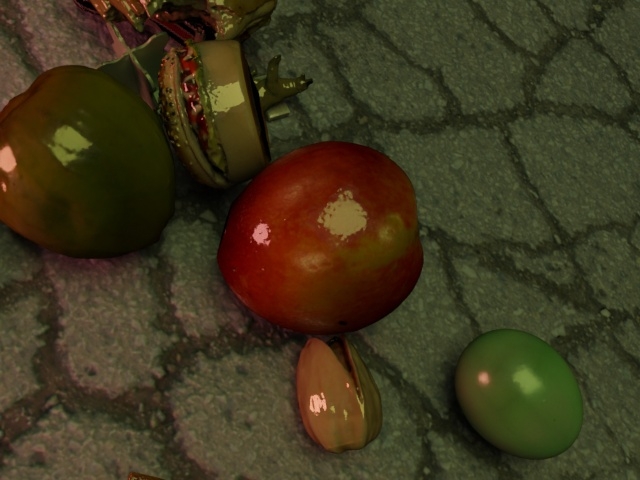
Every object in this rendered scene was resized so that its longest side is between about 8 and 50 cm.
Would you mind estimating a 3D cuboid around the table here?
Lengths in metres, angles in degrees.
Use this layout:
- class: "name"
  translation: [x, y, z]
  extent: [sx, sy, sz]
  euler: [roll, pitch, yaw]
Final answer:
- class: "table"
  translation: [-0.364, -0.325, 1.412]
  extent: [0.167, 0.198, 0.166]
  euler: [2, 74, -7]

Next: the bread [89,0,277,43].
- class: "bread"
  translation: [-0.294, -0.545, 1.446]
  extent: [0.370, 0.191, 0.314]
  euler: [46, 56, 4]

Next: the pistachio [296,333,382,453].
- class: "pistachio"
  translation: [0.032, 0.281, 1.323]
  extent: [0.158, 0.157, 0.229]
  euler: [-4, 57, -20]

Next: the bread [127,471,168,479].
- class: "bread"
  translation: [-0.290, 0.446, 1.208]
  extent: [0.095, 0.035, 0.090]
  euler: [18, 63, -9]

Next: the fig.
- class: "fig"
  translation: [-0.409, -0.122, 1.260]
  extent: [0.344, 0.343, 0.343]
  euler: [7, 66, -15]

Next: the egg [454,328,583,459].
- class: "egg"
  translation: [0.385, 0.299, 1.389]
  extent: [0.220, 0.220, 0.269]
  euler: [-35, 87, -27]

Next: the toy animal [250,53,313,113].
- class: "toy animal"
  translation: [-0.129, -0.315, 1.547]
  extent: [0.219, 0.103, 0.101]
  euler: [-41, 107, -11]

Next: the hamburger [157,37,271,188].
- class: "hamburger"
  translation: [-0.201, -0.239, 1.347]
  extent: [0.176, 0.300, 0.300]
  euler: [-15, 71, 2]

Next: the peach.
- class: "peach"
  translation: [0.000, 0.000, 1.319]
  extent: [0.389, 0.388, 0.387]
  euler: [7, 66, -15]

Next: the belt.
- class: "belt"
  translation: [-0.365, -0.511, 1.568]
  extent: [0.360, 0.094, 0.126]
  euler: [20, 58, -11]

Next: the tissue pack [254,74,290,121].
- class: "tissue pack"
  translation: [-0.115, -0.321, 1.605]
  extent: [0.056, 0.023, 0.108]
  euler: [-23, 77, -24]
